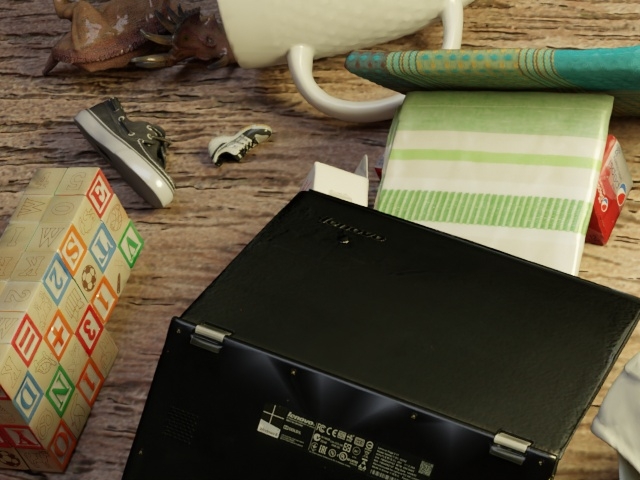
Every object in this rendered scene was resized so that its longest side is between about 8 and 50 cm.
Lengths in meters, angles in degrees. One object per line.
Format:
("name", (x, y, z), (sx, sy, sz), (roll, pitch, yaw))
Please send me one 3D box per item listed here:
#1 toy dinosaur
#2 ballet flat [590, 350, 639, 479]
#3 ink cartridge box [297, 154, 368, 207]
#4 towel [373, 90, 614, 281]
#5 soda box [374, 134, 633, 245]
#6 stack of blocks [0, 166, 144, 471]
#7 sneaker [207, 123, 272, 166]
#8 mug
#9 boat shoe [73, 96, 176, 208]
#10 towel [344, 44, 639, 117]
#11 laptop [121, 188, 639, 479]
("toy dinosaur", (-0.256, -0.270, 2.239), (0.295, 0.127, 0.200), (-22, 50, 12))
("ballet flat", (0.354, 0.267, 1.433), (0.139, 0.139, 0.400), (-28, 56, -2))
("ink cartridge box", (0.000, 0.000, 1.852), (0.067, 0.115, 0.198), (18, 46, -13))
("towel", (0.159, -0.002, 1.770), (0.248, 0.038, 0.325), (4, 72, 29))
("soda box", (0.197, -0.069, 1.860), (0.263, 0.083, 0.092), (8, 53, 31))
("stack of blocks", (-0.297, 0.083, 1.879), (0.087, 0.171, 0.297), (0, 48, 25))
("sneaker", (-0.095, -0.113, 2.080), (0.083, 0.032, 0.037), (-20, 57, 13))
("mug", (0.048, -0.324, 2.070), (0.328, 0.276, 0.374), (-9, 76, 7))
("boat shoe", (-0.226, -0.117, 2.111), (0.076, 0.080, 0.228), (-38, 37, -10))
("towel", (0.247, -0.171, 1.824), (0.370, 0.271, 0.040), (3, 85, 28))
("laptop", (0.052, 0.187, 1.625), (0.382, 0.236, 0.408), (19, 93, 20))
